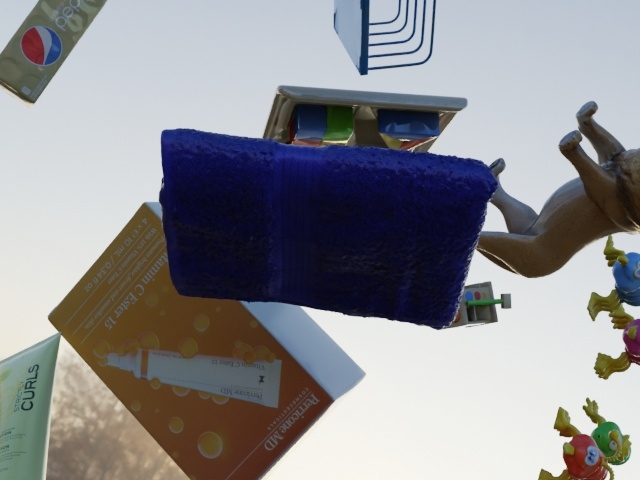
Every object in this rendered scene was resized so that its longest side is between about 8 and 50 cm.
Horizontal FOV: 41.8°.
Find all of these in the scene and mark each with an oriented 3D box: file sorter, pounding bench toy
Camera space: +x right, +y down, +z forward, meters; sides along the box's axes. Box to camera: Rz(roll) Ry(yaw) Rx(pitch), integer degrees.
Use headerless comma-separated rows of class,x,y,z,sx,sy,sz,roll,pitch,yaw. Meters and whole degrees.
file sorter,0.085,-0.323,1.169,0.104,0.170,0.118,-7,-54,-10
pounding bench toy,0.183,0.077,1.021,0.065,0.052,0.083,0,-12,-37

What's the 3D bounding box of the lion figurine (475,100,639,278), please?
lion figurine,0.364,-0.034,1.197,0.240,0.142,0.392,47,-42,-12

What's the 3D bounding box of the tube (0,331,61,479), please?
tube,-0.347,0.204,0.970,0.070,0.240,0.062,9,-57,-19

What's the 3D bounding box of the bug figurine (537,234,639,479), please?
bug figurine,0.309,0.147,0.881,0.072,0.279,0.216,12,-15,31

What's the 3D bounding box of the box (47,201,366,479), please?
box,-0.146,0.141,1.106,0.345,0.215,0.168,44,13,11

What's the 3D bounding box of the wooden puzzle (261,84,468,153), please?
wooden puzzle,0.060,-0.175,1.507,0.322,0.081,0.348,1,-13,-11

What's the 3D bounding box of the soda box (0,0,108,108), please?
soda box,-0.308,-0.245,0.970,0.061,0.181,0.058,35,-12,-21

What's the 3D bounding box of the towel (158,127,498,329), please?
towel,0.000,0.000,0.813,0.308,0.076,0.228,5,-37,2
